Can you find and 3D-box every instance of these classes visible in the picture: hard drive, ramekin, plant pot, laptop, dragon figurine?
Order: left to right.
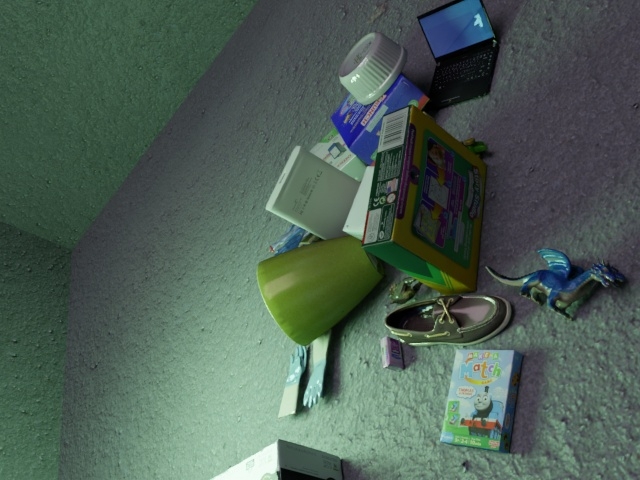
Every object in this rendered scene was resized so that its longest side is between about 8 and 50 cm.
[{"bbox_3d":[0.008,-0.118,2.027,0.040,0.308,0.203,22,85,57],"label":"hard drive"},{"bbox_3d":[0.020,0.109,1.929,0.294,0.275,0.274,-30,43,16],"label":"plant pot"},{"bbox_3d":[0.147,-0.515,2.032,0.207,0.109,0.207,-43,26,27],"label":"ramekin"},{"bbox_3d":[0.376,-0.537,1.984,0.234,0.137,0.264,-6,62,52],"label":"laptop"},{"bbox_3d":[0.494,0.072,1.448,0.289,0.085,0.144,30,92,56],"label":"dragon figurine"}]

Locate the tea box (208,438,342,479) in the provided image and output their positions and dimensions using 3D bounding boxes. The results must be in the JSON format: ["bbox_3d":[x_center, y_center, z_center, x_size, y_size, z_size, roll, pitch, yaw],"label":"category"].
[{"bbox_3d":[-0.119,0.719,1.694,0.329,0.220,0.323,-39,41,31],"label":"tea box"}]

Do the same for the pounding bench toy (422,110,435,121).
[{"bbox_3d":[0.294,-0.322,2.019,0.083,0.052,0.065,-34,43,36],"label":"pounding bench toy"}]

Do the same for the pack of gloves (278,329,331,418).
[{"bbox_3d":[-0.031,0.390,1.983,0.195,0.046,0.232,-33,37,45],"label":"pack of gloves"}]

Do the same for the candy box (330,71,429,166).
[{"bbox_3d":[0.175,-0.407,2.132,0.268,0.122,0.317,-51,23,17],"label":"candy box"}]

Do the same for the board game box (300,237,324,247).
[{"bbox_3d":[0.000,0.000,2.211,0.145,0.027,0.281,26,88,55],"label":"board game box"}]

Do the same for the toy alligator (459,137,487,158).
[{"bbox_3d":[0.380,-0.239,1.853,0.051,0.056,0.190,-32,14,-36],"label":"toy alligator"}]

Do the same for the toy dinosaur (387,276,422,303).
[{"bbox_3d":[0.222,0.120,1.737,0.118,0.064,0.268,-45,-5,2],"label":"toy dinosaur"}]

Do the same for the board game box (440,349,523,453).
[{"bbox_3d":[0.349,0.343,1.495,0.160,0.039,0.211,-10,58,50],"label":"board game box"}]

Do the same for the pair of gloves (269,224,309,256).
[{"bbox_3d":[-0.089,-0.001,2.142,0.159,0.023,0.198,-40,19,2],"label":"pair of gloves"}]

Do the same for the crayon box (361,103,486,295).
[{"bbox_3d":[0.262,-0.091,1.665,0.106,0.313,0.362,-14,56,44],"label":"crayon box"}]

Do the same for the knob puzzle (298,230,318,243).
[{"bbox_3d":[-0.014,-0.050,2.189,0.213,0.030,0.213,-39,20,17],"label":"knob puzzle"}]

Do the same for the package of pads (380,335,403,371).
[{"bbox_3d":[0.181,0.288,1.745,0.032,0.050,0.083,-40,40,38],"label":"package of pads"}]

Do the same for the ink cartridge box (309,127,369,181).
[{"bbox_3d":[0.052,-0.249,2.240,0.154,0.093,0.212,-42,39,10],"label":"ink cartridge box"}]

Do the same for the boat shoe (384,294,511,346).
[{"bbox_3d":[0.293,0.184,1.628,0.324,0.097,0.116,-17,54,47],"label":"boat shoe"}]

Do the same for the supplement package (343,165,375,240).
[{"bbox_3d":[0.207,-0.069,1.824,0.149,0.203,0.194,8,74,55],"label":"supplement package"}]

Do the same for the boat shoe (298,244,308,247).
[{"bbox_3d":[-0.091,0.073,2.163,0.301,0.102,0.108,-13,58,48],"label":"boat shoe"}]
